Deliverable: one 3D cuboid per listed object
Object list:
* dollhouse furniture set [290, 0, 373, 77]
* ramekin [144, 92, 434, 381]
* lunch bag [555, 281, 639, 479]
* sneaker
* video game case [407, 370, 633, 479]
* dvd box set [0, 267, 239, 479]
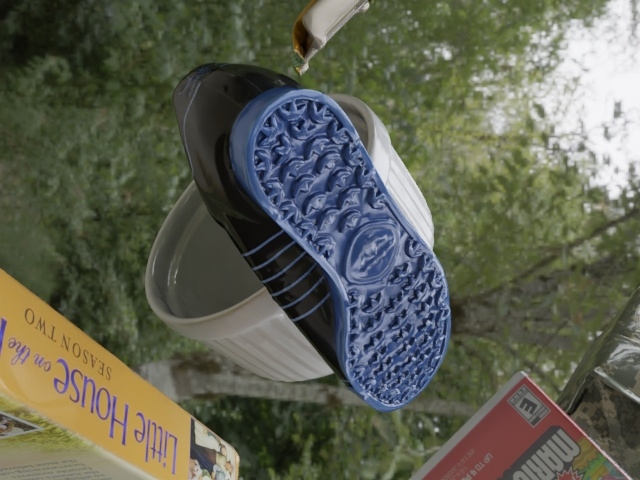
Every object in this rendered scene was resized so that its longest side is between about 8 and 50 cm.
[{"bbox_3d":[0.022,-0.160,0.427,0.058,0.151,0.076,45,-4,-6],"label":"dollhouse furniture set"},{"bbox_3d":[-0.016,0.003,0.603,0.109,0.207,0.207,45,20,-32],"label":"ramekin"},{"bbox_3d":[0.436,0.218,0.964,0.235,0.287,0.169,-38,157,-46],"label":"lunch bag"},{"bbox_3d":[0.000,0.000,0.448,0.090,0.081,0.232,34,-22,46],"label":"sneaker"},{"bbox_3d":[0.223,0.297,0.788,0.285,0.204,0.025,46,8,23],"label":"video game case"},{"bbox_3d":[-0.258,0.098,0.447,0.420,0.308,0.062,60,25,-56],"label":"dvd box set"}]
